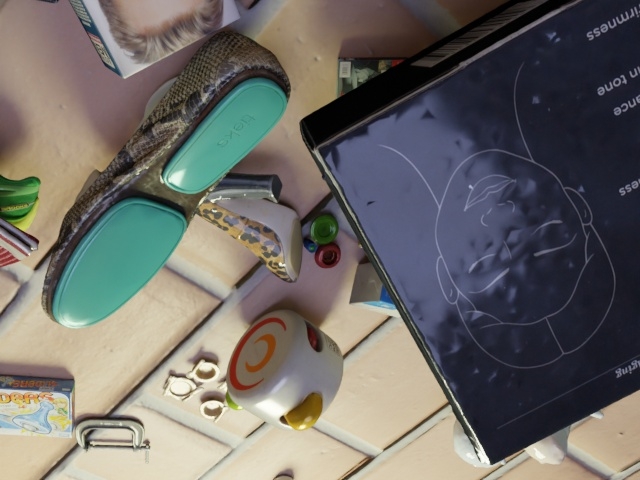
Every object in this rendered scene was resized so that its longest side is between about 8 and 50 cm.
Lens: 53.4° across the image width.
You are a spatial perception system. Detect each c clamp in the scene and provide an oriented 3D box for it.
[{"bbox_3d":[-0.433,0.423,1.333,0.160,0.022,0.137,10,123,-15],"label":"c clamp"}]

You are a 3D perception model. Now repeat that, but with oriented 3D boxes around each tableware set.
[{"bbox_3d":[-0.222,0.298,1.276,0.168,0.020,0.141,34,114,-27],"label":"tableware set"}]

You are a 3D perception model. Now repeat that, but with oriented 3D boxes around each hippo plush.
[{"bbox_3d":[0.380,0.340,1.308,0.236,0.234,0.294,-35,166,37],"label":"hippo plush"}]

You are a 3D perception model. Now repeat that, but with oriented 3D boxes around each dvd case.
[{"bbox_3d":[0.083,-0.232,0.954,0.119,0.013,0.087,-3,125,-6],"label":"dvd case"}]

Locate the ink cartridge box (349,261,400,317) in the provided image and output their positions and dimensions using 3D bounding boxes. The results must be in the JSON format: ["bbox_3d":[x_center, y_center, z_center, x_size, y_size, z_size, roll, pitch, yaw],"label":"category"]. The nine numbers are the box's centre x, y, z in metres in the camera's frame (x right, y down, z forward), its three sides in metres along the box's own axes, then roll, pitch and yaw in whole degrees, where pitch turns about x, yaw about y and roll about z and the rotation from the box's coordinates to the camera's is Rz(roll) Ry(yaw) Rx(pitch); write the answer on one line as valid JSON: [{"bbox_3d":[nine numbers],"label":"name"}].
[{"bbox_3d":[0.184,0.102,1.118,0.231,0.134,0.078,17,77,-17],"label":"ink cartridge box"}]

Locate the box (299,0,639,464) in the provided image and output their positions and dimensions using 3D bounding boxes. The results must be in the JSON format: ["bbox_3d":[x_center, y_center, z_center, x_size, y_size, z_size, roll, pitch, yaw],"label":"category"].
[{"bbox_3d":[0.293,-0.054,0.843,0.479,0.297,0.472,-28,107,4],"label":"box"}]

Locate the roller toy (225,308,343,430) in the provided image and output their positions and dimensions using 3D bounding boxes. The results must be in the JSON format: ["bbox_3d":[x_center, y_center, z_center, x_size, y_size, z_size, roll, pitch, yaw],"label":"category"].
[{"bbox_3d":[-0.058,0.235,1.147,0.146,0.191,0.209,40,151,-30],"label":"roller toy"}]

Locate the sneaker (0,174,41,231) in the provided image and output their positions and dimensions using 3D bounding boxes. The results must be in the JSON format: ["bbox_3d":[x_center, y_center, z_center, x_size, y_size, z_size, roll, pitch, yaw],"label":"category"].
[{"bbox_3d":[-0.544,-0.119,0.912,0.295,0.109,0.124,30,89,-21],"label":"sneaker"}]

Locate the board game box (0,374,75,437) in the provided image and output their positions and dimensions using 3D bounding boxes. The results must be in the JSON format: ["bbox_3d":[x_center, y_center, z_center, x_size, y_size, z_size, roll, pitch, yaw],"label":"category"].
[{"bbox_3d":[-0.585,0.321,1.235,0.201,0.035,0.136,6,123,-12],"label":"board game box"}]

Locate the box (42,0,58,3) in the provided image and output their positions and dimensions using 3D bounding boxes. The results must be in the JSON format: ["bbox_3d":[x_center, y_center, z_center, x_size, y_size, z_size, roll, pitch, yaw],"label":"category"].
[{"bbox_3d":[-0.408,-0.396,0.757,0.190,0.045,0.184,7,125,-13],"label":"box"}]

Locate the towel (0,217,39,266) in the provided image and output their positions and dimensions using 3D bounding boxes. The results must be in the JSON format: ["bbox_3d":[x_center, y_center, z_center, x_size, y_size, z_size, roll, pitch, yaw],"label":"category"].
[{"bbox_3d":[-0.566,-0.034,0.889,0.328,0.037,0.237,-10,137,38],"label":"towel"}]

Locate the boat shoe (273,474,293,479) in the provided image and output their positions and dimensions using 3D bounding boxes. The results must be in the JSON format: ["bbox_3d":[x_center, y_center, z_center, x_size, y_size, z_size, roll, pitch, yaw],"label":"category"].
[{"bbox_3d":[-0.107,0.633,1.494,0.066,0.066,0.183,8,123,-12],"label":"boat shoe"}]

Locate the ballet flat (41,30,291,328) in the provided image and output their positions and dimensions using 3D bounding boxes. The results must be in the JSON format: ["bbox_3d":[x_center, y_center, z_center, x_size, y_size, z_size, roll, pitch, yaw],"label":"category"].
[{"bbox_3d":[-0.238,-0.094,0.907,0.483,0.182,0.164,-48,143,12],"label":"ballet flat"}]

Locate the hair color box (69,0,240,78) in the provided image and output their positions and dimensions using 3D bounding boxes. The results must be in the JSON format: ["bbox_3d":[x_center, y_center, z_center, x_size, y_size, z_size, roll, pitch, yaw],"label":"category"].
[{"bbox_3d":[-0.242,-0.383,0.714,0.173,0.105,0.347,-34,126,-15],"label":"hair color box"}]

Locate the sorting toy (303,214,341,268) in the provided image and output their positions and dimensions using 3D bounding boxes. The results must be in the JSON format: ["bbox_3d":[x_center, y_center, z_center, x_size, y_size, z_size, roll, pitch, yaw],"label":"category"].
[{"bbox_3d":[0.000,0.000,1.092,0.061,0.042,0.102,-16,114,-15],"label":"sorting toy"}]

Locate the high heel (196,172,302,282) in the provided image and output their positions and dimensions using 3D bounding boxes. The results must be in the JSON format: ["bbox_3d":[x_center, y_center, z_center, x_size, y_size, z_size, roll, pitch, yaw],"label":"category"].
[{"bbox_3d":[-0.133,-0.020,1.052,0.186,0.093,0.261,4,141,17],"label":"high heel"}]

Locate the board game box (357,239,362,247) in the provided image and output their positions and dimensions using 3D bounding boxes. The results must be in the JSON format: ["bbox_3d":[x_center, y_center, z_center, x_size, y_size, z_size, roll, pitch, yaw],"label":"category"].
[{"bbox_3d":[0.164,-0.038,1.077,0.141,0.048,0.170,24,119,-19],"label":"board game box"}]
